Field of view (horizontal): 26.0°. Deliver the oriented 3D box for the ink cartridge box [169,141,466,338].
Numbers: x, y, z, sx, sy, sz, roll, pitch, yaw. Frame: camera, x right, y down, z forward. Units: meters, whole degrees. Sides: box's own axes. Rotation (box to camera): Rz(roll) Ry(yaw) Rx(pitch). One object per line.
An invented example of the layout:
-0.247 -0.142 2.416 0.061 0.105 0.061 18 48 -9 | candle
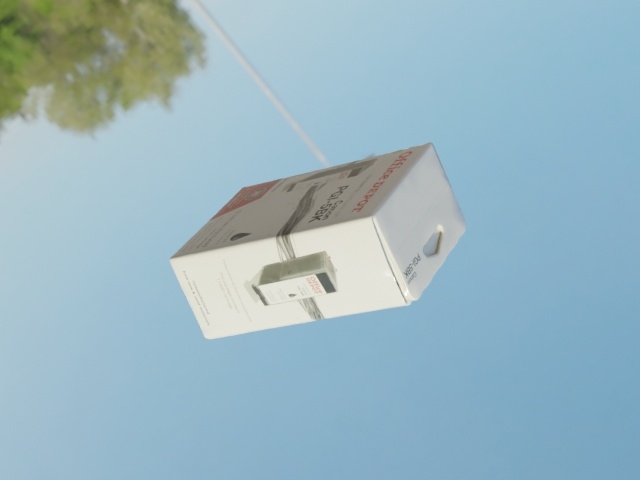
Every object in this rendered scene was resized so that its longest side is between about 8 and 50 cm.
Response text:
0.000 0.000 0.781 0.135 0.056 0.099 -12 -158 31 | ink cartridge box
